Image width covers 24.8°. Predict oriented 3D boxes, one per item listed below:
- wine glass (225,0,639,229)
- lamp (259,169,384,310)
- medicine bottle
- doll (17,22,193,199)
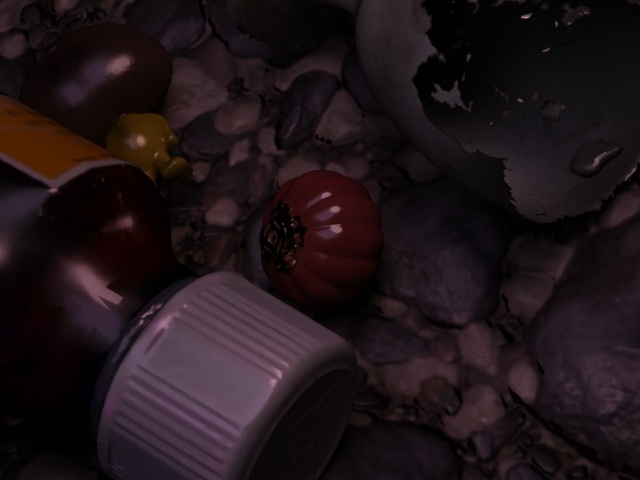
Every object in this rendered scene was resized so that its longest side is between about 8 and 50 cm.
[{"bbox_3d":[0.095,-0.159,1.099,0.190,0.190,0.357,-47,51,-6],"label":"wine glass"},{"bbox_3d":[0.000,0.000,1.105,0.107,0.092,0.107,-3,86,50],"label":"lamp"},{"bbox_3d":[-0.176,0.065,1.067,0.395,0.242,0.242,34,80,25],"label":"medicine bottle"},{"bbox_3d":[-0.186,-0.099,1.244,0.145,0.096,0.188,-22,67,18],"label":"doll"}]
